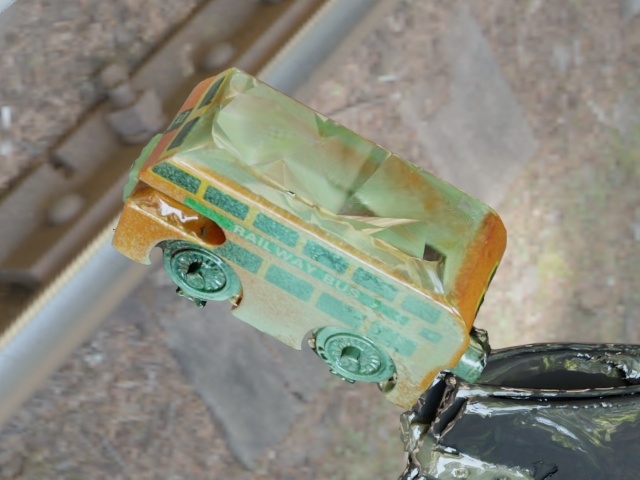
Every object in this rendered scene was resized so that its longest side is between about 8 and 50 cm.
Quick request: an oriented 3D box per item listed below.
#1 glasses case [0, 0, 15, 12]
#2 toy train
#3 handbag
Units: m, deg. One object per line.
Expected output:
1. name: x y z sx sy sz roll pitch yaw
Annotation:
1. glasses case: -0.142 -0.135 0.702 0.233 0.092 0.059 -46 104 -20
2. toy train: 0.000 0.000 0.737 0.188 0.099 0.072 28 48 1
3. handbag: 0.110 0.197 1.074 0.288 0.152 0.342 14 116 -46
